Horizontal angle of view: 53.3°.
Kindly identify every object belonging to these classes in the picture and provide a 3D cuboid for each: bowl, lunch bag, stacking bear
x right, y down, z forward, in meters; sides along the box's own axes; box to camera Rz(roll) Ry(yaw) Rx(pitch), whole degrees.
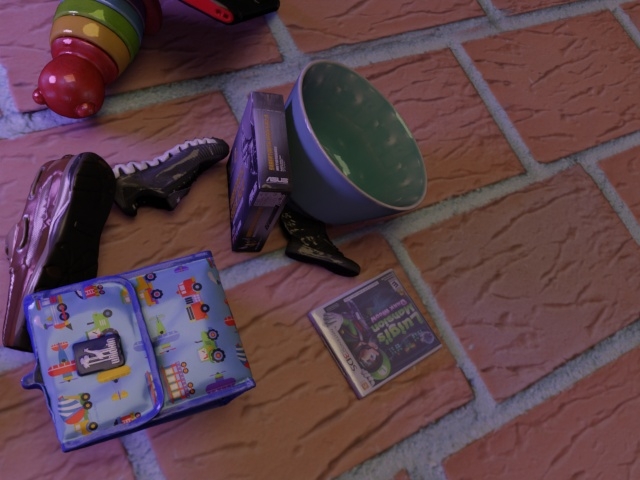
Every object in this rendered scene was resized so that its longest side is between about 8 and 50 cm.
[{"bbox_3d":[0.029,-0.151,1.149,0.312,0.163,0.311,29,43,-32],"label":"bowl"},{"bbox_3d":[-0.276,0.161,0.922,0.293,0.138,0.220,-11,72,-33],"label":"lunch bag"},{"bbox_3d":[-0.413,-0.347,1.150,0.176,0.164,0.288,17,66,-9],"label":"stacking bear"}]

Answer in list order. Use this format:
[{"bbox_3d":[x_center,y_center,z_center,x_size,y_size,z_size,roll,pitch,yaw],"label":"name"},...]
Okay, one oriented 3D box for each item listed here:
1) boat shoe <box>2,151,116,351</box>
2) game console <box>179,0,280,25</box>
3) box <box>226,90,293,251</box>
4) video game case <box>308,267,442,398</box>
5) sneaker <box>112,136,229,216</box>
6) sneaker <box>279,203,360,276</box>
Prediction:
[{"bbox_3d":[-0.424,0.014,1.002,0.120,0.122,0.323,4,69,20],"label":"boat shoe"},{"bbox_3d":[-0.261,-0.527,1.221,0.342,0.060,0.386,27,25,-3],"label":"game console"},{"bbox_3d":[-0.109,-0.108,1.080,0.056,0.231,0.183,1,65,-19],"label":"box"},{"bbox_3d":[0.100,0.160,1.137,0.190,0.022,0.173,-26,75,-26],"label":"video game case"},{"bbox_3d":[-0.259,-0.106,1.124,0.234,0.078,0.106,-23,77,-22],"label":"sneaker"},{"bbox_3d":[0.000,0.001,1.165,0.170,0.051,0.089,18,66,-5],"label":"sneaker"}]
